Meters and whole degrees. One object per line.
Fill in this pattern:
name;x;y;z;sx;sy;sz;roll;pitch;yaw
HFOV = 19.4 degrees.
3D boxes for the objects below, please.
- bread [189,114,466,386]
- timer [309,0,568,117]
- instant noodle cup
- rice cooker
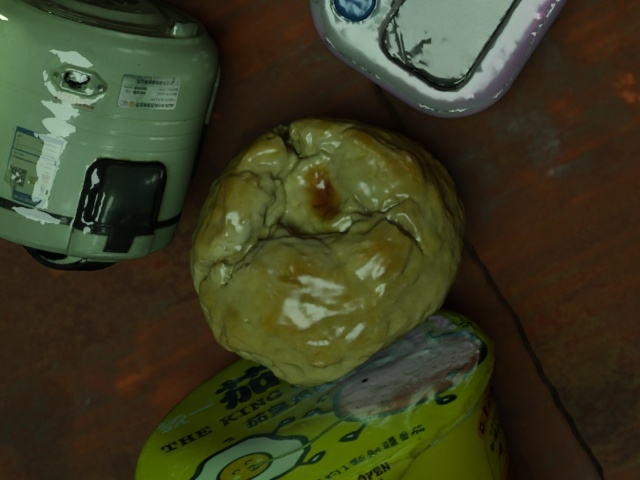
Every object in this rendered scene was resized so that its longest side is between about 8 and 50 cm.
bread;0.000;0.000;1.567;0.245;0.134;0.244;-5;63;11
timer;0.104;-0.218;1.565;0.191;0.069;0.208;33;108;-1
instant noodle cup;0.036;0.242;1.598;0.326;0.325;0.254;-17;111;14
rice cooker;-0.202;-0.096;1.580;0.226;0.226;0.244;19;105;4
